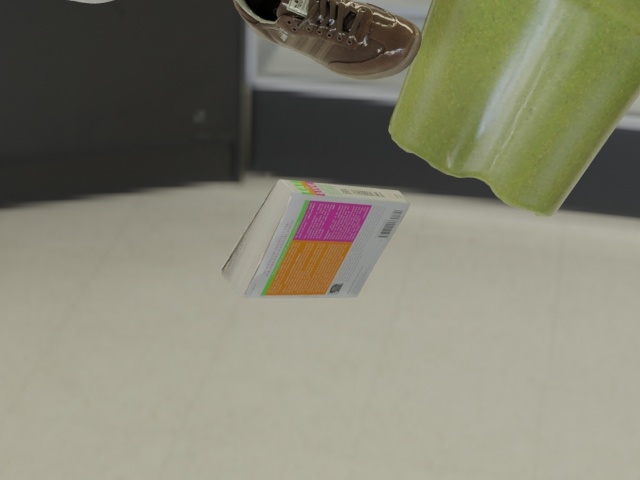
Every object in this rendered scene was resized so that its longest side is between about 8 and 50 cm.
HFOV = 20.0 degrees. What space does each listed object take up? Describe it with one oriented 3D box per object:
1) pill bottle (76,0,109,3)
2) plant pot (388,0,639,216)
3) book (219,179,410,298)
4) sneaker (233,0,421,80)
[{"bbox_3d":[-0.191,-0.201,1.047,0.187,0.112,0.112,12,28,33],"label":"pill bottle"},{"bbox_3d":[0.196,-0.171,1.712,0.276,0.254,0.276,25,9,-4],"label":"plant pot"},{"bbox_3d":[0.000,0.000,1.436,0.144,0.096,0.035,5,33,-49],"label":"book"},{"bbox_3d":[-0.002,-0.189,1.585,0.188,0.066,0.071,17,-8,37],"label":"sneaker"}]
